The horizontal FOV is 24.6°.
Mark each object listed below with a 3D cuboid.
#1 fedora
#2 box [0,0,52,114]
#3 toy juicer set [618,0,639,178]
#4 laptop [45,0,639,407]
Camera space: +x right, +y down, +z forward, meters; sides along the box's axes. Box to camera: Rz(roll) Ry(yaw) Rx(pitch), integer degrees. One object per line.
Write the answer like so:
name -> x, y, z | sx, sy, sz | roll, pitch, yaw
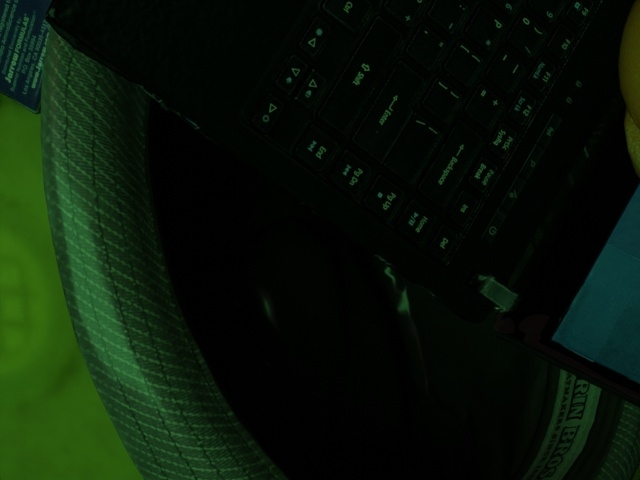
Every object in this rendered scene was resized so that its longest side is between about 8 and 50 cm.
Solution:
fedora -> 0.000, 0.000, 0.519 | 0.124, 0.243, 0.275 | -16, 103, 54
box -> -0.186, -0.164, 0.629 | 0.225, 0.036, 0.136 | 27, 112, 13
toy juicer set -> 0.198, -0.103, 0.307 | 0.209, 0.089, 0.329 | 36, 114, 3
laptop -> 0.106, -0.085, 0.412 | 0.264, 0.136, 0.234 | 35, 79, -22
